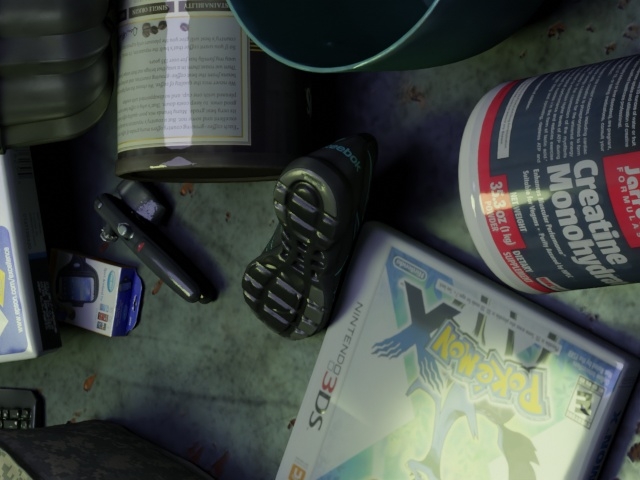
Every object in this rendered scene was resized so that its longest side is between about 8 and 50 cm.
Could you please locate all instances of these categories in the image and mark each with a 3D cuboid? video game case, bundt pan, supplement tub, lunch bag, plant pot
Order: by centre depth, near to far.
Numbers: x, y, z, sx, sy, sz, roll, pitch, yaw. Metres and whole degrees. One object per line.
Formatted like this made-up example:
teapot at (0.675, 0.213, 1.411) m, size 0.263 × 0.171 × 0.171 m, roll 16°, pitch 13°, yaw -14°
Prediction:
supplement tub at (0.270, -0.060, 1.472) m, size 0.272 × 0.191 × 0.191 m, roll -9°, pitch 83°, yaw 39°
plant pot at (0.085, -0.288, 1.601) m, size 0.293 × 0.235 × 0.293 m, roll -1°, pitch 88°, yaw 39°
video game case at (0.119, 0.180, 1.691) m, size 0.329 × 0.036 × 0.300 m, roll 29°, pitch 107°, yaw 36°
bundt pan at (-0.274, -0.251, 1.810) m, size 0.124 × 0.331 × 0.331 m, roll 0°, pitch 88°, yaw -5°
lunch bag at (-0.252, 0.293, 1.866) m, size 0.287 × 0.235 × 0.169 m, roll 35°, pitch 110°, yaw 35°

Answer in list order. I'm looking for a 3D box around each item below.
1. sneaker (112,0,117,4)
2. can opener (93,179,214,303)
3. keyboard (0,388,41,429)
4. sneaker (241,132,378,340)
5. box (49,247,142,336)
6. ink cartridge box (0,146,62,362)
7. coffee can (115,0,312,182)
sneaker at (-0.327, -0.287, 2.028) m, size 0.262 × 0.104 × 0.125 m, roll -14°, pitch 82°, yaw 39°
can opener at (-0.184, 0.005, 1.930) m, size 0.186 × 0.059 × 0.073 m, roll 49°, pitch 118°, yaw 30°
keyboard at (-0.455, 0.281, 2.168) m, size 0.317 × 0.033 × 0.201 m, roll -4°, pitch 87°, yaw 40°
sneaker at (0.000, 0.000, 1.746) m, size 0.101 × 0.106 × 0.267 m, roll 35°, pitch 141°, yaw 11°
box at (-0.261, 0.060, 2.013) m, size 0.136 × 0.028 × 0.081 m, roll 13°, pitch 97°, yaw 41°
ink cartridge box at (-0.460, -0.001, 2.018) m, size 0.307 × 0.072 × 0.304 m, roll -8°, pitch 93°, yaw 26°
coffee can at (-0.108, -0.202, 1.779) m, size 0.201 × 0.201 × 0.275 m, roll -2°, pitch 87°, yaw 39°
